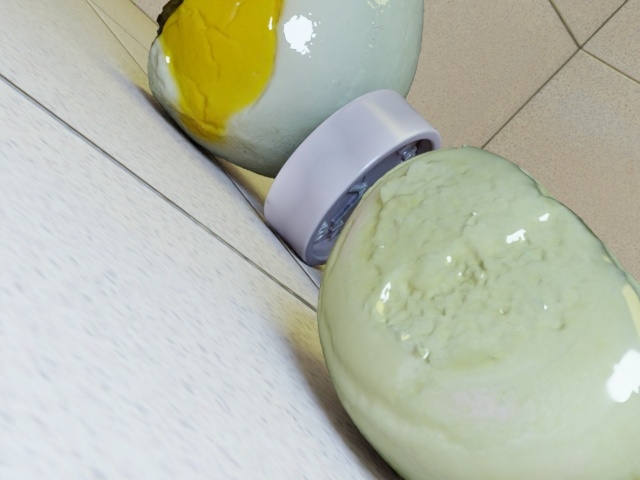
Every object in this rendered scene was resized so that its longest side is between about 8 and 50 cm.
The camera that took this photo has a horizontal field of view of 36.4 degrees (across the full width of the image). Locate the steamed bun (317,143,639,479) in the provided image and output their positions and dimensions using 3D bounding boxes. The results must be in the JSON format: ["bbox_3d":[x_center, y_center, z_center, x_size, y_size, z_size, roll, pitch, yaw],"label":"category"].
[{"bbox_3d":[0.111,0.090,0.571,0.232,0.166,0.273,56,1,-42],"label":"steamed bun"}]

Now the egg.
[{"bbox_3d":[-0.025,-0.170,1.104,0.337,0.337,0.201,36,37,-60],"label":"egg"}]

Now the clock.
[{"bbox_3d":[0.035,-0.064,1.031,0.068,0.197,0.197,47,5,18],"label":"clock"}]
